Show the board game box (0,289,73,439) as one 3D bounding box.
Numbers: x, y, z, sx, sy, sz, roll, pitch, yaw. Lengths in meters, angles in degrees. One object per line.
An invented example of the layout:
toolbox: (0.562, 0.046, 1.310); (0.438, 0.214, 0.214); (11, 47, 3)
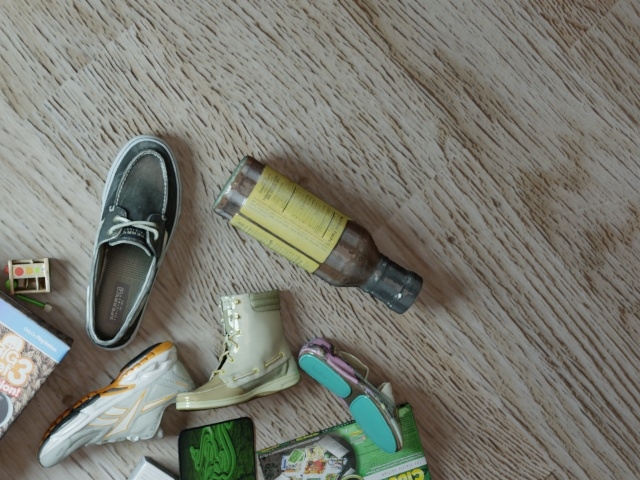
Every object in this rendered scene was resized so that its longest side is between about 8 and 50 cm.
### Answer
board game box: (-0.538, 0.199, 1.584); (0.232, 0.141, 0.291); (37, 83, -9)

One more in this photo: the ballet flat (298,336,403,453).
ballet flat: (0.062, 0.233, 1.729); (0.221, 0.077, 0.079); (44, 48, 4)

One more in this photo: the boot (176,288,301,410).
boot: (-0.138, 0.166, 1.679); (0.213, 0.077, 0.165); (-13, 91, -33)

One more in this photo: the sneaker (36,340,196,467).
sneaker: (-0.301, 0.273, 1.656); (0.262, 0.099, 0.121); (-36, 100, -8)

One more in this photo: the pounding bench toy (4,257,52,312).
pounding bench toy: (-0.438, 0.069, 1.651); (0.065, 0.052, 0.083); (-4, 90, -11)

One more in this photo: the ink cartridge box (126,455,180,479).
ink cartridge box: (-0.265, 0.423, 1.674); (0.109, 0.063, 0.150); (35, 82, -10)

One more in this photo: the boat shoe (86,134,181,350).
boat shoe: (-0.277, 0.004, 1.649); (0.121, 0.119, 0.335); (9, 88, -11)

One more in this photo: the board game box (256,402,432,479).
board game box: (0.039, 0.362, 1.755); (0.260, 0.030, 0.136); (-16, 90, -11)

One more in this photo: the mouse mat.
mouse mat: (-0.154, 0.373, 1.684); (0.153, 0.007, 0.189); (-4, 89, -46)

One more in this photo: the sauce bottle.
sauce bottle: (0.000, 0.000, 1.711); (0.344, 0.111, 0.111); (34, 83, -10)
